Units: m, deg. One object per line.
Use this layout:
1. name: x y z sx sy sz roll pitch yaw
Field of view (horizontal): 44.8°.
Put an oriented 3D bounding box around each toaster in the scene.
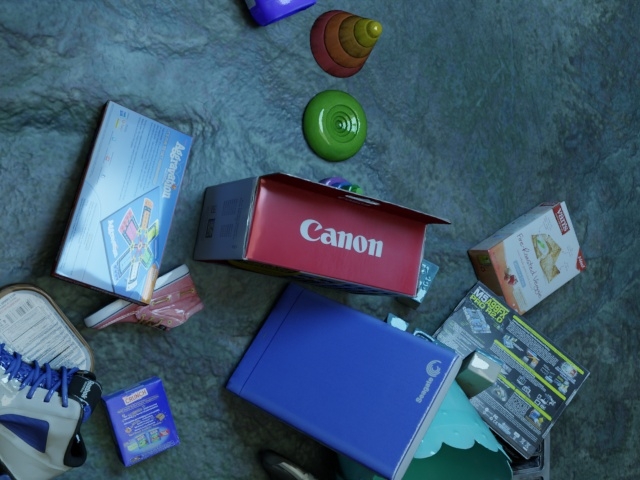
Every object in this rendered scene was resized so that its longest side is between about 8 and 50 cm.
1. toaster: 0.358 0.440 1.505 0.185 0.110 0.168 2 88 -30

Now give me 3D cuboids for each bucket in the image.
1. bucket: 0.154 0.352 1.286 0.281 0.183 0.281 -11 132 -13

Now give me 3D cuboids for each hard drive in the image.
1. hard drive: 0.031 0.211 1.214 0.210 0.318 0.040 -58 148 -17

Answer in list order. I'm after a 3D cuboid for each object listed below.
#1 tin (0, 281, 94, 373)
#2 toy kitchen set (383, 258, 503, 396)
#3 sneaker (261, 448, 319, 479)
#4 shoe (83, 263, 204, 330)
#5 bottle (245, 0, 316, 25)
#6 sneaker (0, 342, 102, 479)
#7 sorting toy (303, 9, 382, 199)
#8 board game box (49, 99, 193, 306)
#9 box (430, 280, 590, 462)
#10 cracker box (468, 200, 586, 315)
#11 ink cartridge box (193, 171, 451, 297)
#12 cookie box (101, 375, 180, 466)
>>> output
1. tin: -0.404 0.147 1.111 0.106 0.040 0.190 -39 108 -20
2. toy kitchen set: 0.230 0.145 1.372 0.207 0.122 0.166 30 67 4
3. sneaker: -0.040 0.458 1.291 0.229 0.086 0.132 46 71 -23
4. shoe: -0.262 0.108 1.175 0.178 0.063 0.081 -30 98 -32
5. bottle: -0.107 -0.498 1.255 0.118 0.092 0.283 -32 105 -27
6. sneaker: -0.397 0.192 1.027 0.182 0.127 0.315 -22 109 1
7. sorting toy: 0.055 -0.228 1.328 0.127 0.126 0.365 6 86 -30
8. board game box: -0.287 -0.057 1.148 0.145 0.027 0.281 22 65 -27
9. box: 0.330 0.242 1.448 0.270 0.060 0.216 40 67 9
10. cracker box: 0.422 0.038 1.570 0.232 0.067 0.156 -30 105 -27
11. ink cartridge box: 0.000 0.000 1.206 0.309 0.272 0.130 13 82 -28
12. cookie box: -0.274 0.273 1.181 0.092 0.040 0.107 -18 99 -29
